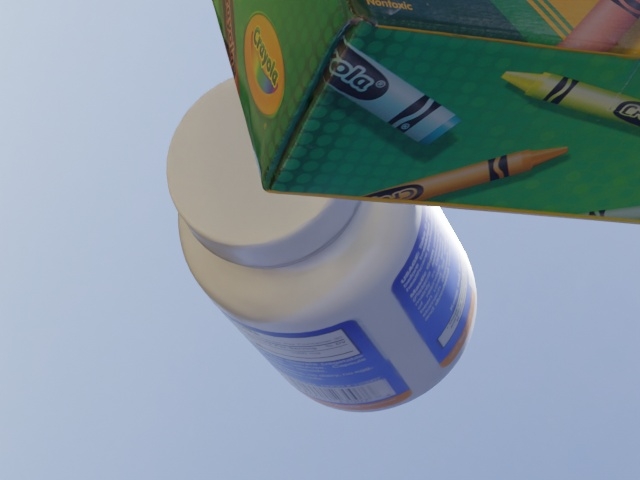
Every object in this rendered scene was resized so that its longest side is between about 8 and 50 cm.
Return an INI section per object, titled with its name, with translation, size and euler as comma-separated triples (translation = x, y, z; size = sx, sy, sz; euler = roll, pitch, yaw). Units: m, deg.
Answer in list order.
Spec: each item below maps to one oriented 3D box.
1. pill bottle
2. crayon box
[pill bottle]
translation = 0.000, 0.000, 1.239
size = 0.272, 0.152, 0.152
euler = 55, 39, -62
[crayon box]
translation = 0.100, -0.091, 0.690
size = 0.081, 0.278, 0.165
euler = 119, -35, -42
